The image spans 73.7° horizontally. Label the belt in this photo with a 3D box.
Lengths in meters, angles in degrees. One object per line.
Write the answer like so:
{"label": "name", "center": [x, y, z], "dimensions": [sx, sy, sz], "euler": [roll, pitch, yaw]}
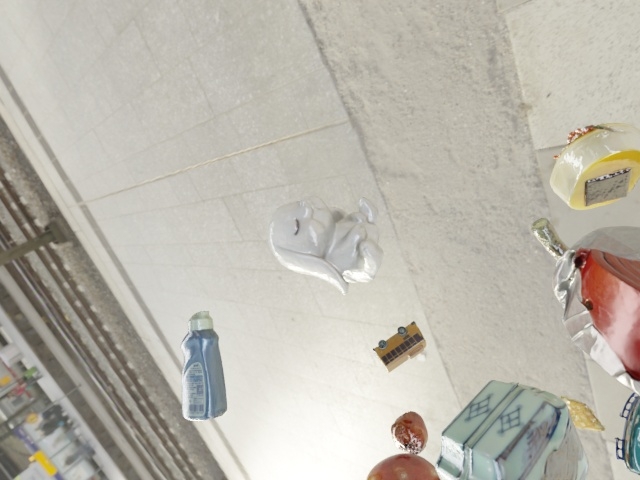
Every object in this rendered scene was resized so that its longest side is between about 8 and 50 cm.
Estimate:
{"label": "belt", "center": [0.412, 0.086, 0.426], "dimensions": [0.323, 0.227, 0.115], "euler": [27, 127, 42]}

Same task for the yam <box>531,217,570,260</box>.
{"label": "yam", "center": [0.733, 0.036, 1.302], "dimensions": [0.253, 0.061, 0.061], "euler": [46, 144, -16]}

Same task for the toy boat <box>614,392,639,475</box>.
{"label": "toy boat", "center": [0.624, 0.366, 0.834], "dimensions": [0.091, 0.175, 0.110], "euler": [14, 162, 18]}

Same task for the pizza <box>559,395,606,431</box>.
{"label": "pizza", "center": [0.819, 0.551, 1.364], "dimensions": [0.160, 0.035, 0.099], "euler": [0, 100, 50]}

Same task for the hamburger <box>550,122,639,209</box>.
{"label": "hamburger", "center": [0.798, -0.215, 1.234], "dimensions": [0.226, 0.152, 0.295], "euler": [-6, 146, 10]}

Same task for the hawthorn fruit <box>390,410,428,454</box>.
{"label": "hawthorn fruit", "center": [0.344, 0.727, 1.650], "dimensions": [0.148, 0.172, 0.148], "euler": [7, 121, 12]}

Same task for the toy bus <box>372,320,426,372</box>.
{"label": "toy bus", "center": [0.312, 0.413, 1.654], "dimensions": [0.114, 0.201, 0.098], "euler": [54, 172, 33]}

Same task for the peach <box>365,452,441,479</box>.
{"label": "peach", "center": [0.246, 0.728, 1.238], "dimensions": [0.243, 0.243, 0.200], "euler": [-60, 44, 50]}

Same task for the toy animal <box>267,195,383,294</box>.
{"label": "toy animal", "center": [0.000, 0.000, 1.042], "dimensions": [0.264, 0.272, 0.206], "euler": [11, 132, -9]}

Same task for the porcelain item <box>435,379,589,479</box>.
{"label": "porcelain item", "center": [0.395, 0.456, 0.866], "dimensions": [0.157, 0.281, 0.286], "euler": [0, 118, 62]}

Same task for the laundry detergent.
{"label": "laundry detergent", "center": [-0.332, 0.347, 1.203], "dimensions": [0.143, 0.094, 0.290], "euler": [-14, 76, 41]}
